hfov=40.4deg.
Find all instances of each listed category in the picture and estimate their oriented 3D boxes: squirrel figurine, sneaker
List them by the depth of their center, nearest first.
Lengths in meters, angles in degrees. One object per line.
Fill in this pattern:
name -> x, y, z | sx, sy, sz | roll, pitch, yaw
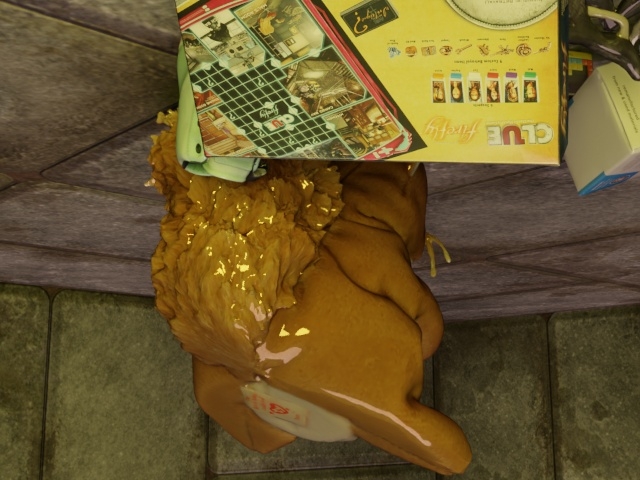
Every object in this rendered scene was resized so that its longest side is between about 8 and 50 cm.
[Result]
sneaker -> -0.037, -0.124, 0.660 | 0.094, 0.151, 0.256 | 8, 165, -28
squirrel figurine -> 0.000, 0.000, 0.934 | 0.281, 0.370, 0.397 | -9, 137, 40

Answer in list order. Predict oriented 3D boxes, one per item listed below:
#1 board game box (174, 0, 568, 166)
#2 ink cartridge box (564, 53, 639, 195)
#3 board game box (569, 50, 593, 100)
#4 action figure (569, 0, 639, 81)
board game box -> 0.028, -0.131, 0.542 | 0.243, 0.165, 0.042 | 4, -152, 22
ink cartridge box -> 0.317, -0.116, 0.752 | 0.191, 0.082, 0.139 | -19, 169, -5
board game box -> 0.152, -0.141, 0.840 | 0.170, 0.048, 0.141 | 3, 170, -13
action figure -> 0.263, -0.137, 0.598 | 0.276, 0.164, 0.141 | 9, 139, -8
